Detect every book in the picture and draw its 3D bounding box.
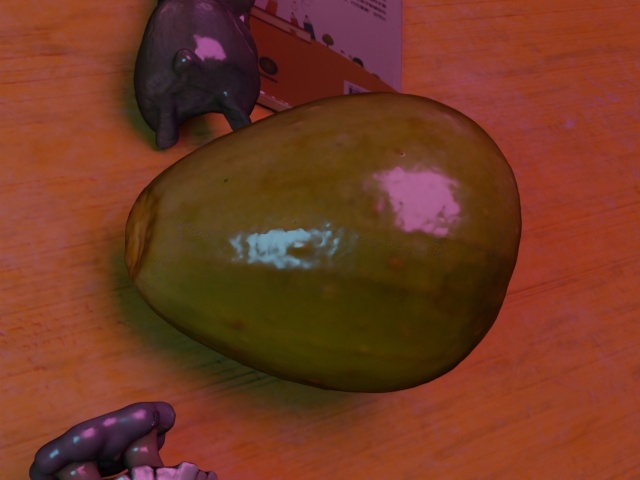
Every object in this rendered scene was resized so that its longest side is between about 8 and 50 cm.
[{"bbox_3d":[0.001,-0.237,1.428,0.208,0.020,0.295,22,50,-23],"label":"book"}]

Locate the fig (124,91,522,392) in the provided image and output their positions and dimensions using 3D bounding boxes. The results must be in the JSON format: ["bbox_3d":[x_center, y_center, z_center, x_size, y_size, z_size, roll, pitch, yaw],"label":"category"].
[{"bbox_3d":[0.000,0.000,1.112,0.326,0.258,0.258,0,59,-11],"label":"fig"}]

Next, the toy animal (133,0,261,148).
[{"bbox_3d":[-0.117,-0.214,1.255,0.125,0.127,0.251,13,50,-26],"label":"toy animal"}]

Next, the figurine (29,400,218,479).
[{"bbox_3d":[-0.081,0.301,0.898,0.207,0.166,0.387,-17,68,-25],"label":"figurine"}]
